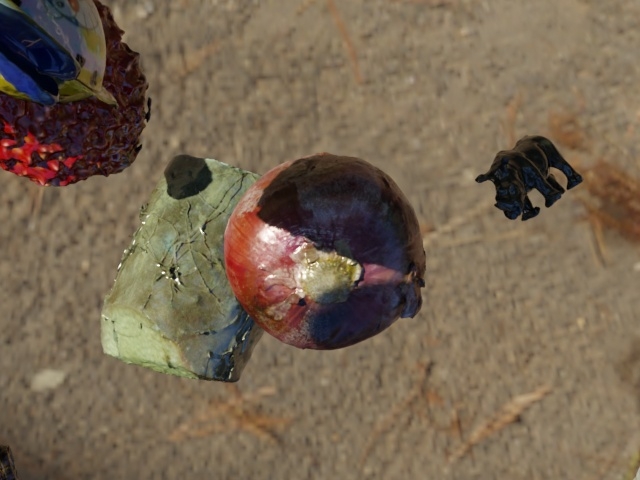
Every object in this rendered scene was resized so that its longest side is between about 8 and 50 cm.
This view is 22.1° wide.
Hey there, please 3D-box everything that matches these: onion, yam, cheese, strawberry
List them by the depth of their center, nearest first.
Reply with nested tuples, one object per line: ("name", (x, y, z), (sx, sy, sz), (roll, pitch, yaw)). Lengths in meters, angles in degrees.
("cheese", (-0.153, -0.109, 0.780), (0.156, 0.250, 0.064), (41, 96, -19))
("strawberry", (-0.191, -0.125, 0.985), (0.208, 0.087, 0.167), (19, 91, -11))
("onion", (0.000, 0.000, 1.307), (0.160, 0.195, 0.159), (-2, 107, -6))
("yam", (-0.149, 0.038, 2.012), (0.201, 0.271, 0.202), (29, 164, -35))

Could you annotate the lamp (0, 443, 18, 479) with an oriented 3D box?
("lamp", (-0.272, 0.177, 1.214), (0.092, 0.107, 0.107), (-15, 126, -5))

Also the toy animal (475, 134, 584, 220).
("toy animal", (0.174, -0.052, 1.407), (0.047, 0.136, 0.065), (-37, 89, 37))

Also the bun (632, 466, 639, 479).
("bun", (0.251, 0.185, 0.852), (0.211, 0.362, 0.362), (36, 120, 6))
